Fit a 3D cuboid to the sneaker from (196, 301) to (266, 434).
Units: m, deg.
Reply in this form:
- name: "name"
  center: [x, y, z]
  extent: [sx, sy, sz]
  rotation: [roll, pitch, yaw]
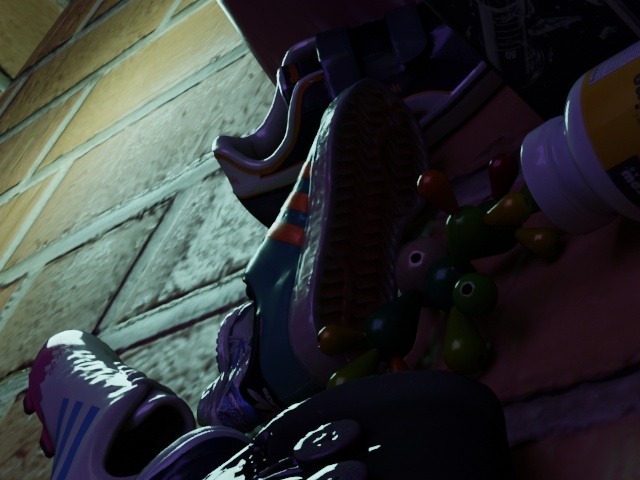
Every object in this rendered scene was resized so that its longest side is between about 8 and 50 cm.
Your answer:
- name: "sneaker"
  center: [-0.050, 0.100, 1.271]
  extent: [0.058, 0.052, 0.135]
  rotation: [-22, 38, 31]

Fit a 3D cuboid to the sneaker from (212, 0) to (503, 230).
- name: "sneaker"
  center: [0.046, -0.133, 1.387]
  extent: [0.321, 0.127, 0.126]
  rotation: [-42, 19, 11]

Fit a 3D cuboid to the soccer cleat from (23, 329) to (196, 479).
- name: "soccer cleat"
  center: [-0.153, 0.151, 1.286]
  extent: [0.143, 0.116, 0.331]
  rotation: [-45, 27, 14]

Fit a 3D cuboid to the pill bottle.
- name: "pill bottle"
  center: [0.211, -0.072, 0.963]
  extent: [0.184, 0.103, 0.103]
  rotation: [-31, 26, 39]

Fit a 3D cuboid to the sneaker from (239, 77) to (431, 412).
- name: "sneaker"
  center: [0.000, 0.000, 1.241]
  extent: [0.121, 0.108, 0.302]
  rotation: [-31, 31, 38]

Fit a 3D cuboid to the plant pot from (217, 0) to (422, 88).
- name: "plant pot"
  center: [0.008, -0.214, 1.532]
  extent: [0.201, 0.180, 0.201]
  rotation: [-40, 22, 20]

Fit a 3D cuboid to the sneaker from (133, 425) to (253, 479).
- name: "sneaker"
  center: [-0.104, 0.251, 1.007]
  extent: [0.282, 0.099, 0.153]
  rotation: [-58, 16, -8]

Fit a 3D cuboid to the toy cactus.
- name: "toy cactus"
  center: [0.073, 0.025, 1.097]
  extent: [0.219, 0.112, 0.180]
  rotation: [-56, 10, 1]

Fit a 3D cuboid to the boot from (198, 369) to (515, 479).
- name: "boot"
  center: [0.089, 0.158, 0.743]
  extent: [0.367, 0.146, 0.445]
  rotation: [-18, 6, 2]

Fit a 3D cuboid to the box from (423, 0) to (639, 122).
- name: "box"
  center: [0.184, -0.300, 1.137]
  extent: [0.343, 0.312, 0.179]
  rotation: [-45, 21, 10]
